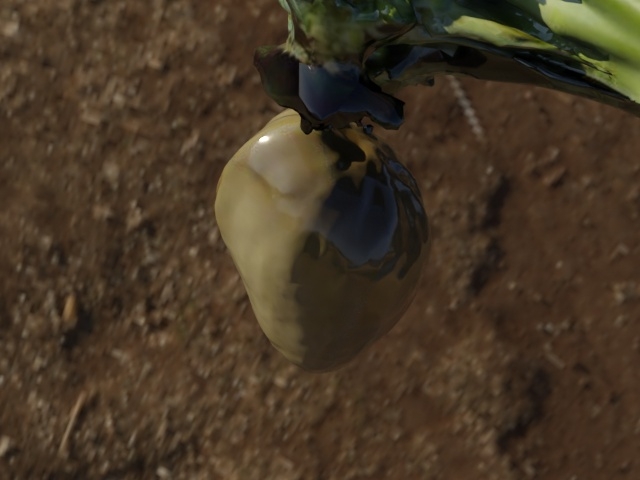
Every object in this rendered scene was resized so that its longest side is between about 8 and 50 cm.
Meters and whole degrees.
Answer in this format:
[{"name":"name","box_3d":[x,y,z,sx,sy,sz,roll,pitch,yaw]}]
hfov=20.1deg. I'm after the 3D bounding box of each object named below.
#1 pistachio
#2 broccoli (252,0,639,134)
[{"name":"pistachio","box_3d":[0.000,0.000,1.042,0.124,0.185,0.124,4,44,-3]},{"name":"broccoli","box_3d":[0.096,-0.131,0.941,0.243,0.263,0.247,32,81,22]}]
